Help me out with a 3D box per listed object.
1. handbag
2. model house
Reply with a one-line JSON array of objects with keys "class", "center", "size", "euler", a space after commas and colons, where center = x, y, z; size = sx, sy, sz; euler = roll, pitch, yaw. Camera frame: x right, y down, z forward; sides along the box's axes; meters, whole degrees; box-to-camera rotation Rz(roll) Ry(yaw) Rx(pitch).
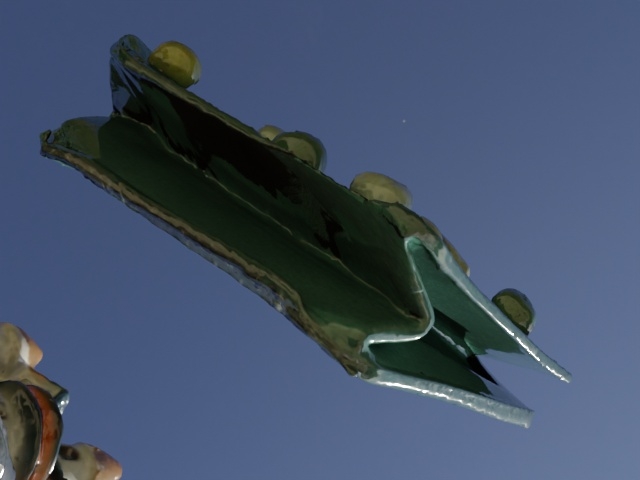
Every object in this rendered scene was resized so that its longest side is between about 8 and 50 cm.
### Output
[{"class": "handbag", "center": [0.001, -0.005, 0.645], "size": [0.269, 0.274, 0.100], "euler": [31, -90, 36]}, {"class": "model house", "center": [-0.295, 0.183, 1.028], "size": [0.271, 0.301, 0.190], "euler": [38, -76, 39]}]
